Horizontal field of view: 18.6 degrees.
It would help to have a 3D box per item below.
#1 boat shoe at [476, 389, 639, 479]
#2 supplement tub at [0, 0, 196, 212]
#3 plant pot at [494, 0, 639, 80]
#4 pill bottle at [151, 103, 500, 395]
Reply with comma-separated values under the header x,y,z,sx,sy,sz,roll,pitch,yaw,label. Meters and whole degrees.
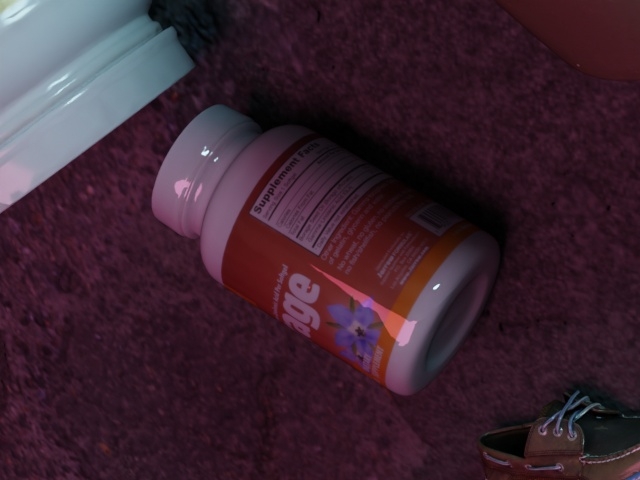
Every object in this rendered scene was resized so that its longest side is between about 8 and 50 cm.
x,y,z,sx,sy,sz,roll,pitch,yaw,label
0.168,0.139,1.294,0.183,0.066,0.066,-27,100,47,boat shoe
-0.260,-0.186,1.274,0.331,0.241,0.241,53,138,-7,supplement tub
0.136,-0.209,0.954,0.263,0.263,0.229,-4,136,41,plant pot
0.000,0.000,1.288,0.216,0.121,0.121,31,136,19,pill bottle
